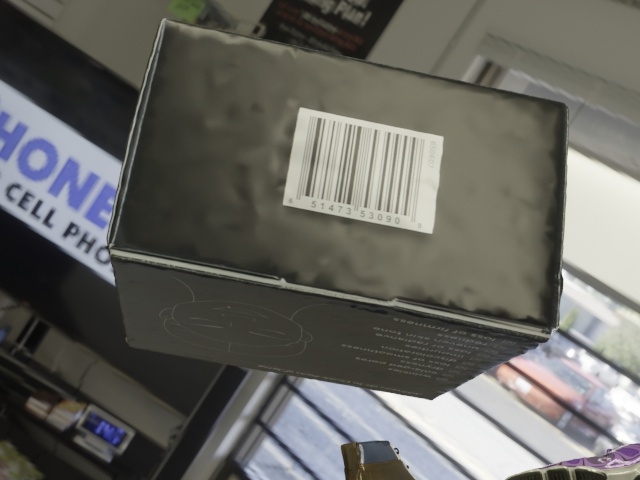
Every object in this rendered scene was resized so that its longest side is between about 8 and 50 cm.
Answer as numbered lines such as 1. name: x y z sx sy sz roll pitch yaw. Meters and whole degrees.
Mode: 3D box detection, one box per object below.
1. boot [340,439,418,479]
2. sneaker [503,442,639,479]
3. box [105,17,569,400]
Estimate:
1. boot: 0.087 0.261 1.003 0.219 0.082 0.106 10 67 -63
2. sneaker: 0.234 0.204 0.764 0.170 0.068 0.071 -9 5 7
3. box: 0.000 0.000 1.192 0.480 0.297 0.472 11 -21 -6
